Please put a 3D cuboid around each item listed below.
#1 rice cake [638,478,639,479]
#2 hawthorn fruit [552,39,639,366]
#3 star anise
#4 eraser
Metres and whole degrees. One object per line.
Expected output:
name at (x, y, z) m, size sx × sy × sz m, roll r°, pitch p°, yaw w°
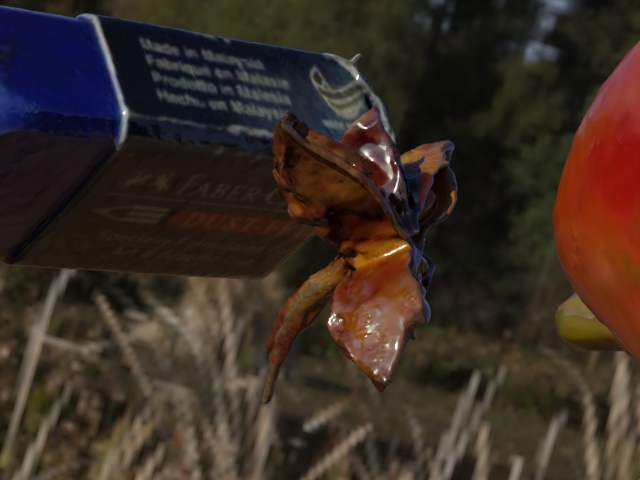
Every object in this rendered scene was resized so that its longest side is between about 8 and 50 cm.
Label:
rice cake at (0.115, 0.070, 0.394) m, size 0.124 × 0.038 × 0.211 m, roll 13°, pitch 16°, yaw 42°
hawthorn fruit at (0.207, -0.004, 0.622) m, size 0.307 × 0.265 × 0.265 m, roll -15°, pitch -17°, yaw 32°
star anise at (0.000, 0.009, 0.986) m, size 0.144 × 0.140 × 0.158 m, roll -13°, pitch -2°, yaw 32°
eraser at (-0.114, -0.056, 1.137) m, size 0.332 × 0.101 × 0.155 m, roll 3°, pitch -35°, yaw -44°
